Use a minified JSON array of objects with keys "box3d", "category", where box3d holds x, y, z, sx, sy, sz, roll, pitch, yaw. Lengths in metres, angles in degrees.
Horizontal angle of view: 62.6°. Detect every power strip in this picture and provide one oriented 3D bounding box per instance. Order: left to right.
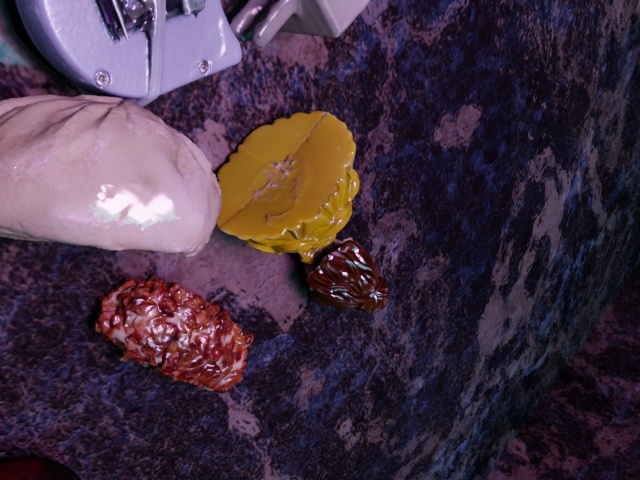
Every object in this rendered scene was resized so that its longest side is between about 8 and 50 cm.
[{"box3d":[-0.022,-0.303,0.547,0.224,0.139,0.140,-52,138,-12],"category":"power strip"}]

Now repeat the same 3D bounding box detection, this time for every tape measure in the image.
[{"box3d":[-0.174,-0.215,0.469,0.181,0.107,0.181,-44,138,-29],"category":"tape measure"}]

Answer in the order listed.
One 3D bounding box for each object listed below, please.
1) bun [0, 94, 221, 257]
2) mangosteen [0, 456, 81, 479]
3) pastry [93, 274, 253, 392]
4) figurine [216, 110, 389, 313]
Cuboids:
[{"box3d":[-0.195,-0.059,0.463,0.231,0.231,0.133,6,89,-46],"category":"bun"},{"box3d":[-0.338,0.329,0.554,0.200,0.200,0.199,-22,125,-36],"category":"mangosteen"},{"box3d":[-0.174,0.121,0.654,0.115,0.097,0.208,-60,138,-18],"category":"pastry"},{"box3d":[-0.004,-0.001,0.741,0.315,0.168,0.187,62,37,-54],"category":"figurine"}]
